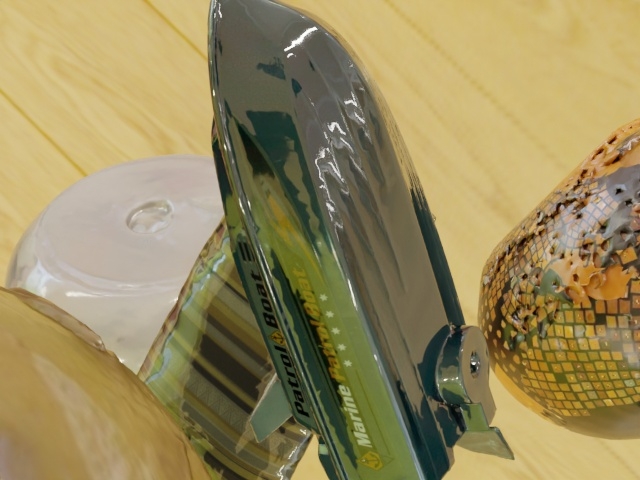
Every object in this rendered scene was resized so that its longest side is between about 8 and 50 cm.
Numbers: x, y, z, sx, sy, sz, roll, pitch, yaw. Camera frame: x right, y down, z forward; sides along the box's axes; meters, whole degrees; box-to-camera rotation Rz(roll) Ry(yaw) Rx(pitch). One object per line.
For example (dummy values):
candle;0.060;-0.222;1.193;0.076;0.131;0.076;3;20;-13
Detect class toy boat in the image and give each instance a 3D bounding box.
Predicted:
toy boat;0.000;0.000;0.779;0.103;0.093;0.246;-4;124;26

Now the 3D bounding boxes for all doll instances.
doll;-0.110;0.069;1.322;0.221;0.221;0.251;33;49;6

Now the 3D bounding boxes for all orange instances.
orange;0.207;0.023;1.201;0.234;0.234;0.182;-38;98;0

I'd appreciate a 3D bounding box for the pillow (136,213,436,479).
pillow;-0.028;0.046;0.966;0.113;0.038;0.203;37;107;27

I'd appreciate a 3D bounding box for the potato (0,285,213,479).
potato;-0.077;0.144;0.499;0.116;0.239;0.299;7;118;14
